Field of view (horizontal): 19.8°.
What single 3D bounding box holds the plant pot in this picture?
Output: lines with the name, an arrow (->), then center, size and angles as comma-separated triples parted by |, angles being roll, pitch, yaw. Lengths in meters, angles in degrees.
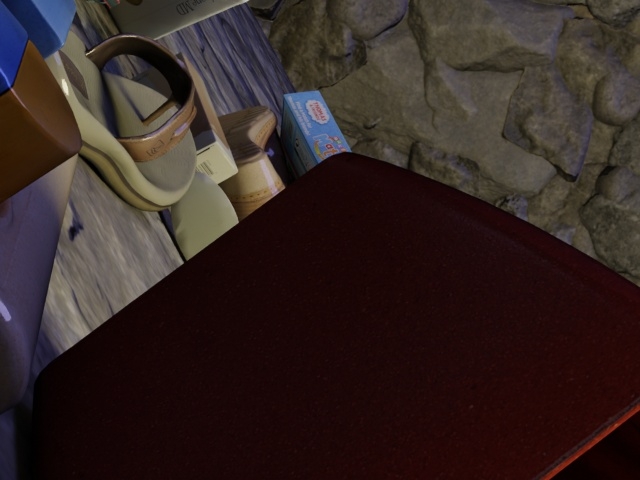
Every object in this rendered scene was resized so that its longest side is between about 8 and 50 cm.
plant pot -> 0.029, 0.122, 0.779 | 0.236, 0.267, 0.267 | 52, -3, 44

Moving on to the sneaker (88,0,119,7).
sneaker -> -0.205, -0.300, 1.387 | 0.262, 0.104, 0.125 | 60, 8, -14

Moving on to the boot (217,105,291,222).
boot -> -0.052, 0.002, 1.568 | 0.248, 0.090, 0.207 | -114, -172, -72

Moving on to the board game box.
board game box -> 0.000, 0.000, 1.611 | 0.160, 0.039, 0.211 | -116, -156, -42

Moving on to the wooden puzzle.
wooden puzzle -> -0.191, -0.132, 0.812 | 0.348, 0.080, 0.322 | 60, 6, -18

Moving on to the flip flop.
flip flop -> -0.127, -0.098, 1.212 | 0.112, 0.080, 0.277 | 64, 6, 19

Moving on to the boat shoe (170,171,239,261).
boat shoe -> -0.072, 0.014, 1.352 | 0.137, 0.049, 0.043 | 64, 2, -2

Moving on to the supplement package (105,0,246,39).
supplement package -> -0.110, -0.337, 1.555 | 0.199, 0.198, 0.263 | -12, -70, 55

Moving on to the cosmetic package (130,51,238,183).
cosmetic package -> -0.111, -0.088, 1.429 | 0.041, 0.060, 0.115 | 56, 7, -47
